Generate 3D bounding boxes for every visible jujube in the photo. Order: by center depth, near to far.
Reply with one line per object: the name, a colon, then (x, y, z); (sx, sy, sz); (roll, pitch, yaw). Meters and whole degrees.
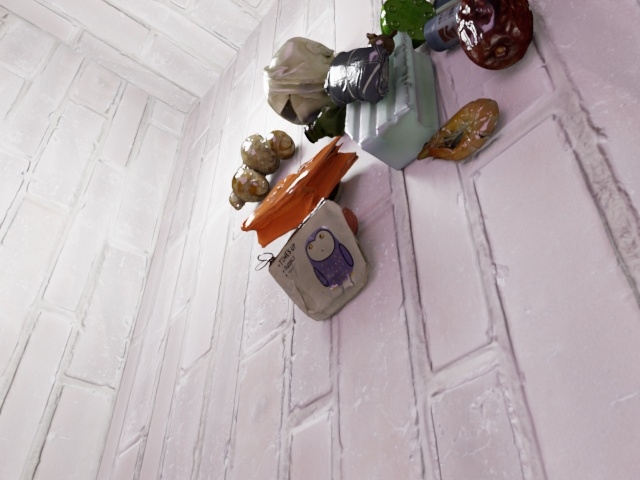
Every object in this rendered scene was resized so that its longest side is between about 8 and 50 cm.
jujube: (0.425, -0.540, 1.453); (0.183, 0.183, 0.243); (-34, 38, 42)

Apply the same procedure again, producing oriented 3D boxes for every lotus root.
lotus root: (0.258, -0.665, 1.863); (0.186, 0.186, 0.186); (-40, 35, 36)

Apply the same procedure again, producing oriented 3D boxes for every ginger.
ginger: (-0.261, -0.290, 2.408); (0.256, 0.176, 0.375); (33, 95, 47)

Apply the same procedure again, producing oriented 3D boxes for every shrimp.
shrimp: (0.340, -0.255, 1.472); (0.267, 0.061, 0.145); (-24, 55, 47)

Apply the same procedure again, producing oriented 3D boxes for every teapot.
teapot: (0.183, -0.575, 1.677); (0.110, 0.085, 0.080); (-46, 27, -14)

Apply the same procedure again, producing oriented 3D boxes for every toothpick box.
toothpick box: (0.382, -0.610, 1.666); (0.153, 0.101, 0.101); (-11, 56, 57)

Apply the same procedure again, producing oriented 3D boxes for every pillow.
pillow: (0.103, -0.466, 1.672); (0.335, 0.092, 0.162); (23, 107, 62)

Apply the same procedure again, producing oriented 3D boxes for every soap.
soap: (0.207, -0.420, 1.734); (0.261, 0.156, 0.446); (-37, 37, 38)

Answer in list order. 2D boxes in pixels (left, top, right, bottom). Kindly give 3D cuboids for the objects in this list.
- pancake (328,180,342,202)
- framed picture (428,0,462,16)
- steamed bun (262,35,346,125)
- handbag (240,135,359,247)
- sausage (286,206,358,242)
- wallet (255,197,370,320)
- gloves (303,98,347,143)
pancake: (0.027, -0.143, 1.936); (0.139, 0.022, 0.140); (-43, 29, 31)
framed picture: (0.497, -0.848, 1.762); (0.446, 0.028, 0.326); (-10, 57, 57)
steamed bun: (-0.033, -0.546, 2.149); (0.346, 0.394, 0.238); (-12, 75, 9)
handbag: (-0.078, -0.152, 1.916); (0.410, 0.116, 0.304); (-29, 22, 52)
sausage: (0.000, 0.000, 1.729); (0.254, 0.148, 0.148); (-34, 39, 39)
wallet: (-0.013, 0.068, 1.630); (0.275, 0.068, 0.335); (52, 121, 14)
gloves: (0.057, -0.426, 2.043); (0.268, 0.135, 0.107); (-22, 21, 36)
